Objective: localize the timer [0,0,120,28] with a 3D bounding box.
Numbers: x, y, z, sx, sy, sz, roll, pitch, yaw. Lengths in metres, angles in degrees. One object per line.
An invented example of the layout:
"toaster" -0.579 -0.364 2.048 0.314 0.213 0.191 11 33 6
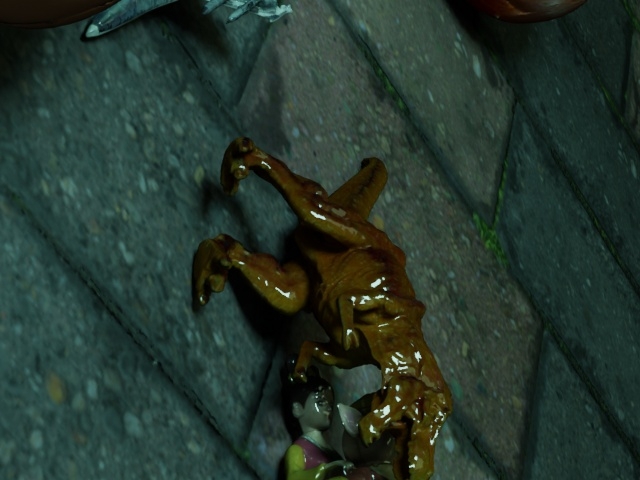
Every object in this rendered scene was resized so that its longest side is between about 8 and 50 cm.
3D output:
"timer" -0.169 -0.246 0.906 0.215 0.229 0.230 55 33 -37

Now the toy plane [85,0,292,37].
"toy plane" -0.101 -0.211 1.155 0.160 0.082 0.234 42 31 2

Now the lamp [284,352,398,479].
"lamp" 0.026 0.196 1.107 0.118 0.118 0.253 32 49 -48

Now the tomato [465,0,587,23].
"tomato" 0.212 -0.331 1.645 0.208 0.184 0.208 48 2 -2

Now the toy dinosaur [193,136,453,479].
"toy dinosaur" 0.000 0.000 1.165 0.208 0.097 0.432 26 31 -24
